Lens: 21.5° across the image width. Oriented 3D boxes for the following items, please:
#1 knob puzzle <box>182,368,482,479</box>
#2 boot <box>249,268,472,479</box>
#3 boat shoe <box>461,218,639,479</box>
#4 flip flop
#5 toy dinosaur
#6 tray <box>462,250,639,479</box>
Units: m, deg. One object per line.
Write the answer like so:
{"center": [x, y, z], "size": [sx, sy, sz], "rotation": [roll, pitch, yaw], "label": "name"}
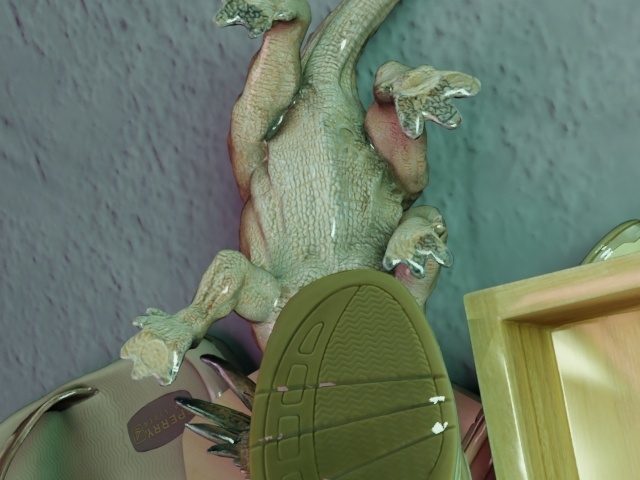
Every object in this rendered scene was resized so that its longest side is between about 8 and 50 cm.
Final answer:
{"center": [0.016, 0.136, 0.847], "size": [0.213, 0.030, 0.213], "rotation": [3, 97, 27], "label": "knob puzzle"}
{"center": [0.037, 0.131, 0.649], "size": [0.077, 0.165, 0.213], "rotation": [-15, 68, 10], "label": "boot"}
{"center": [0.109, 0.077, 0.738], "size": [0.060, 0.064, 0.178], "rotation": [38, 112, 19], "label": "boat shoe"}
{"center": [-0.142, 0.138, 0.960], "size": [0.277, 0.080, 0.112], "rotation": [-33, 82, 40], "label": "flip flop"}
{"center": [0.000, 0.000, 0.762], "size": [0.127, 0.200, 0.295], "rotation": [7, 74, 4], "label": "toy dinosaur"}
{"center": [0.192, 0.199, 0.602], "size": [0.203, 0.076, 0.410], "rotation": [-15, 78, 25], "label": "tray"}
